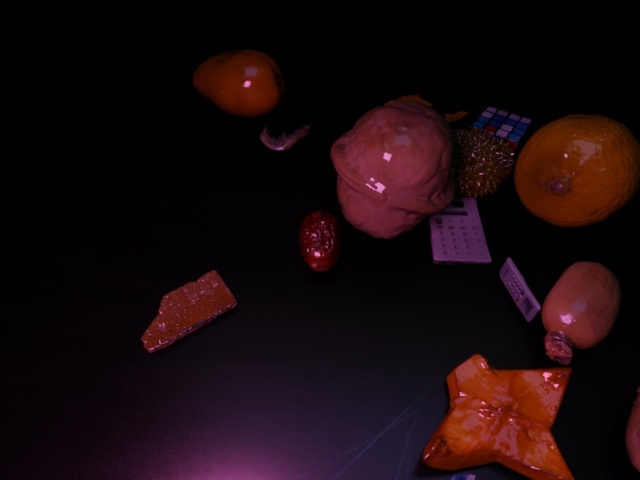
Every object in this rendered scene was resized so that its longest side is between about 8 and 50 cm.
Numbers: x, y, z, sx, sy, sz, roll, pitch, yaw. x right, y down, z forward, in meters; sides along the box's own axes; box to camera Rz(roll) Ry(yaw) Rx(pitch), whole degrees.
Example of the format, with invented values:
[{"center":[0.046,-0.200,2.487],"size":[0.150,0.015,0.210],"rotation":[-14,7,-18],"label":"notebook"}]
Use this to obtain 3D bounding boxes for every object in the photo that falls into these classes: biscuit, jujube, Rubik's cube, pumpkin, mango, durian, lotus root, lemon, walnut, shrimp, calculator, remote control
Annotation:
[{"center":[-0.336,0.172,1.093],"size":[0.237,0.026,0.131],"rotation":[-29,53,-22],"label":"biscuit"},{"center":[0.000,0.000,1.187],"size":[0.112,0.109,0.176],"rotation":[-22,46,27],"label":"jujube"},{"center":[0.563,-0.313,1.422],"size":[0.154,0.155,0.151],"rotation":[29,53,22],"label":"Rubik's cube"},{"center":[0.319,-0.404,1.424],"size":[0.139,0.281,0.189],"rotation":[-24,88,-29],"label":"pumpkin"},{"center":[-0.302,-0.585,1.625],"size":[0.378,0.221,0.263],"rotation":[19,55,27],"label":"mango"},{"center":[0.439,-0.234,1.313],"size":[0.237,0.200,0.177],"rotation":[30,31,31],"label":"durian"},{"center":[0.615,0.150,1.036],"size":[0.146,0.130,0.303],"rotation":[30,56,25],"label":"lotus root"},{"center":[0.708,-0.194,1.226],"size":[0.337,0.336,0.335],"rotation":[0,49,0],"label":"lemon"},{"center":[0.198,-0.194,1.189],"size":[0.382,0.381,0.381],"rotation":[0,49,0],"label":"walnut"},{"center":[0.359,0.351,0.889],"size":[0.291,0.095,0.258],"rotation":[9,51,10],"label":"pumpkin"},{"center":[-0.127,-0.390,1.575],"size":[0.148,0.035,0.195],"rotation":[35,59,30],"label":"shrimp"},{"center":[0.390,-0.037,1.272],"size":[0.161,0.021,0.261],"rotation":[2,50,1],"label":"calculator"},{"center":[0.502,0.120,1.110],"size":[0.029,0.061,0.162],"rotation":[-9,51,-10],"label":"remote control"}]

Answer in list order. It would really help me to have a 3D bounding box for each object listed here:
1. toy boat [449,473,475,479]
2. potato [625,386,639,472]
[{"center":[0.283,0.508,0.805],"size":[0.105,0.034,0.149],"rotation":[-26,66,-24],"label":"toy boat"},{"center":[0.707,0.366,0.846],"size":[0.192,0.141,0.296],"rotation":[30,53,21],"label":"potato"}]
